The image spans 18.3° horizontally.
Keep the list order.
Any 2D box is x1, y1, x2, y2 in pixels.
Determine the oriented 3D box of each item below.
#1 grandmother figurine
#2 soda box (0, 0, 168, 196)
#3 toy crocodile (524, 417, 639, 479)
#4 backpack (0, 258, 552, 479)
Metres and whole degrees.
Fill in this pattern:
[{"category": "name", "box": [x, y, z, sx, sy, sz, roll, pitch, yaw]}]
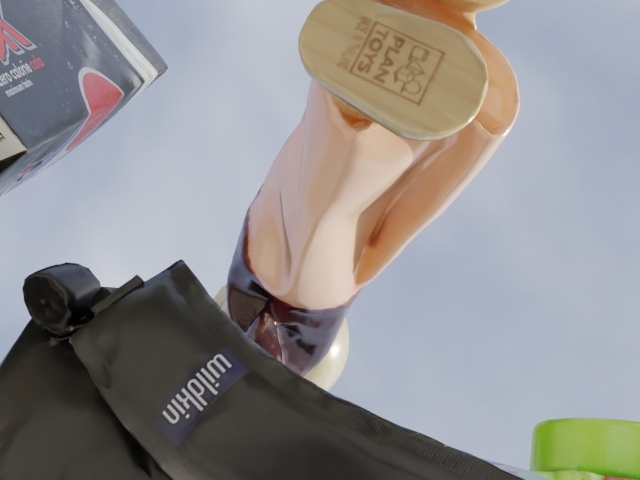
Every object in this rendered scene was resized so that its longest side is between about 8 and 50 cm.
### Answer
[{"category": "grandmother figurine", "box": [0.000, 0.000, 0.906, 0.104, 0.342, 0.208, 30, -121, 4]}, {"category": "soda box", "box": [-0.093, -0.043, 0.540, 0.053, 0.169, 0.060, -37, -84, 13]}, {"category": "toy crocodile", "box": [0.182, 0.144, 0.822, 0.340, 0.105, 0.115, 14, -107, -17]}, {"category": "backpack", "box": [0.004, 0.097, 0.409, 0.182, 0.115, 0.152, 12, -105, 27]}]
